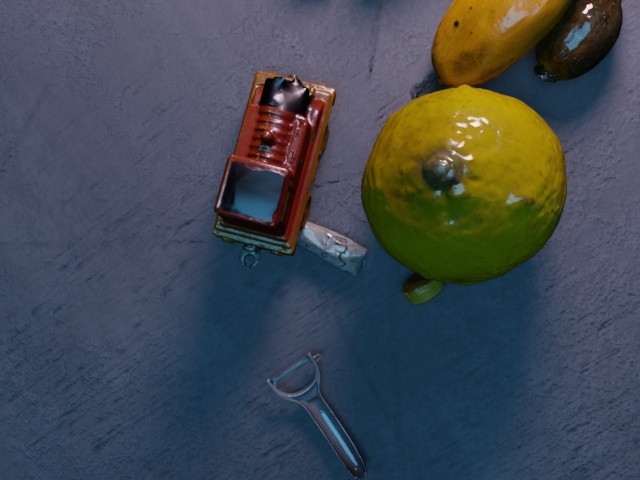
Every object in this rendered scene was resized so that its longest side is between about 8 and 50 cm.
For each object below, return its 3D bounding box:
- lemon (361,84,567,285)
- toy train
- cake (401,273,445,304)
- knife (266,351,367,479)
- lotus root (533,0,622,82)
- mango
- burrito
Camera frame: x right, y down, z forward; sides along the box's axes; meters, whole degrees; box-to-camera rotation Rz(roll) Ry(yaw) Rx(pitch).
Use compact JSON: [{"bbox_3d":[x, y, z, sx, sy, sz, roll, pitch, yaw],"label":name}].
[{"bbox_3d":[0.238,-0.094,1.393,0.350,0.387,0.349,0,89,24],"label":"lemon"},{"bbox_3d":[-0.091,-0.131,1.481,0.163,0.231,0.369,14,86,5],"label":"toy train"},{"bbox_3d":[0.197,0.087,1.579,0.084,0.084,0.044,-29,102,13],"label":"cake"},{"bbox_3d":[0.017,0.361,1.678,0.123,0.053,0.278,-33,96,9],"label":"knife"},{"bbox_3d":[0.457,-0.365,1.433,0.120,0.120,0.209,37,105,0],"label":"lotus root"},{"bbox_3d":[0.328,-0.405,1.407,0.144,0.187,0.359,31,118,-30],"label":"mango"},{"bbox_3d":[0.001,0.000,1.604,0.203,0.064,0.064,30,104,1],"label":"burrito"}]
